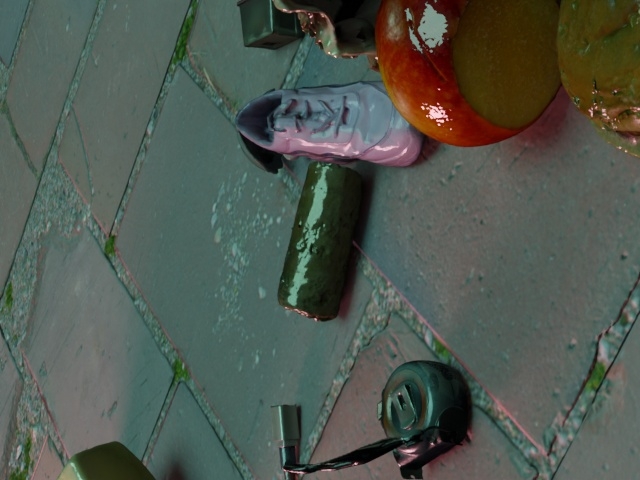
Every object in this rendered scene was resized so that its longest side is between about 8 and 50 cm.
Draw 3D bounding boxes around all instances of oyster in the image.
[{"bbox_3d":[0.013,-0.283,1.402,0.115,0.351,0.238,-24,102,19],"label":"oyster"}]

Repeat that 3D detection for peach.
[{"bbox_3d":[0.143,-0.185,1.251,0.192,0.190,0.190,134,136,-68],"label":"peach"}]

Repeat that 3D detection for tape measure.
[{"bbox_3d":[0.052,0.174,1.338,0.104,0.180,0.107,117,145,-54],"label":"tape measure"}]

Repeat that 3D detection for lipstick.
[{"bbox_3d":[-0.039,0.247,1.588,0.025,0.025,0.107,-20,73,54],"label":"lipstick"}]

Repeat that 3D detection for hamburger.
[{"bbox_3d":[0.286,-0.211,1.093,0.265,0.134,0.284,8,87,56],"label":"hamburger"}]

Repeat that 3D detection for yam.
[{"bbox_3d":[0.000,0.000,1.541,0.078,0.078,0.179,17,97,57],"label":"yam"}]

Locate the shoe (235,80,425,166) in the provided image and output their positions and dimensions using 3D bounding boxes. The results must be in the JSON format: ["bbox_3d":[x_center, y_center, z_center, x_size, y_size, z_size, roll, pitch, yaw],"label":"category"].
[{"bbox_3d":[0.013,-0.131,1.494,0.245,0.138,0.095,1,88,57],"label":"shoe"}]

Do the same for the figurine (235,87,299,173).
[{"bbox_3d":[-0.060,-0.133,1.671,0.082,0.086,0.094,-39,7,28],"label":"figurine"}]

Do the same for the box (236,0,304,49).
[{"bbox_3d":[-0.061,-0.282,1.720,0.085,0.060,0.063,-14,76,54],"label":"box"}]

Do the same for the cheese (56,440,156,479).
[{"bbox_3d":[-0.279,0.438,1.777,0.242,0.124,0.265,47,125,23],"label":"cheese"}]
